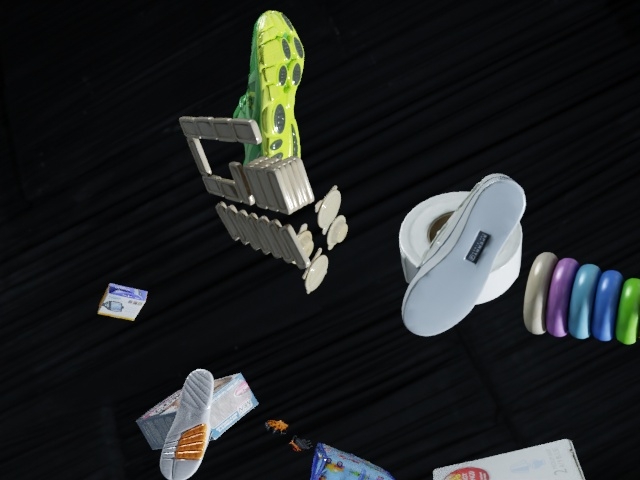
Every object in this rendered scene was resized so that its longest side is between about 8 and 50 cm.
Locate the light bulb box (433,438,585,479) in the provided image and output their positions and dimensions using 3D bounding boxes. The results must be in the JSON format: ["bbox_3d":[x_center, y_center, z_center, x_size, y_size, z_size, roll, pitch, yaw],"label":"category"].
[{"bbox_3d":[0.316,0.535,0.943,0.358,0.225,0.361,-66,137,-73],"label":"light bulb box"}]

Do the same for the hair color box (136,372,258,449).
[{"bbox_3d":[-0.348,0.477,1.931,0.173,0.347,0.105,-33,96,-44],"label":"hair color box"}]

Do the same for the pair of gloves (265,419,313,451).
[{"bbox_3d":[-0.053,0.326,1.165,0.083,0.010,0.074,31,2,22],"label":"pair of gloves"}]

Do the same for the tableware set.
[{"bbox_3d":[0.000,0.000,1.115,0.020,0.141,0.169,25,-21,25],"label":"tableware set"}]

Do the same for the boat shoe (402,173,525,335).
[{"bbox_3d":[0.279,0.020,1.427,0.135,0.367,0.156,25,17,-4],"label":"boat shoe"}]

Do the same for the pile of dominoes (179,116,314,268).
[{"bbox_3d":[-0.092,-0.075,0.918,0.251,0.040,0.196,18,-48,57],"label":"pile of dominoes"}]

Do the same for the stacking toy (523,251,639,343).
[{"bbox_3d":[0.504,0.110,1.106,0.141,0.330,0.141,-28,122,-57],"label":"stacking toy"}]

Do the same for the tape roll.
[{"bbox_3d":[0.329,0.016,1.644,0.100,0.286,0.286,76,-5,-47],"label":"tape roll"}]

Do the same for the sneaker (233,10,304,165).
[{"bbox_3d":[-0.102,-0.246,1.200,0.109,0.123,0.296,-7,102,-51],"label":"sneaker"}]

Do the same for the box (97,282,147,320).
[{"bbox_3d":[-0.426,0.131,1.497,0.081,0.136,0.028,15,56,-21],"label":"box"}]

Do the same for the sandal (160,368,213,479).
[{"bbox_3d":[-0.304,0.450,1.689,0.076,0.101,0.266,63,39,-68],"label":"sandal"}]

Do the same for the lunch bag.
[{"bbox_3d":[0.089,0.666,1.991,0.220,0.138,0.293,21,2,0],"label":"lunch bag"}]
